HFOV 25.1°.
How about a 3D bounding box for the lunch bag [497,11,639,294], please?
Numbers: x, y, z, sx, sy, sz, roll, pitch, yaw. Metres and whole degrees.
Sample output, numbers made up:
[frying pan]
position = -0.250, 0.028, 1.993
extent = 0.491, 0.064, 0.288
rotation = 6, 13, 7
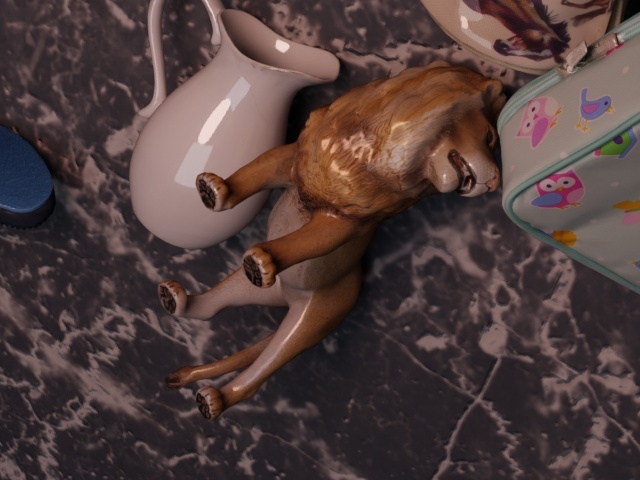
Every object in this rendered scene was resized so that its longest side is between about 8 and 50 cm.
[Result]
[lunch bag]
position = 0.266, -0.049, 1.013
extent = 0.279, 0.107, 0.224
rotation = 28, 141, -32

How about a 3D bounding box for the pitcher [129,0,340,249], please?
[pitcher]
position = -0.103, -0.111, 1.256
extent = 0.178, 0.125, 0.207
rotation = 39, 119, 13

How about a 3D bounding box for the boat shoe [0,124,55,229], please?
[boat shoe]
position = -0.358, -0.075, 1.443
extent = 0.258, 0.109, 0.089
rotation = 33, 137, 30

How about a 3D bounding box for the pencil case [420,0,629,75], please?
[pencil case]
position = 0.200, -0.301, 0.943
extent = 0.183, 0.160, 0.410
rotation = 41, 130, 21

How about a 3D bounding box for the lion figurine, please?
[lion figurine]
position = 0.000, 0.000, 1.236
extent = 0.142, 0.240, 0.392
rotation = 55, 147, 13
